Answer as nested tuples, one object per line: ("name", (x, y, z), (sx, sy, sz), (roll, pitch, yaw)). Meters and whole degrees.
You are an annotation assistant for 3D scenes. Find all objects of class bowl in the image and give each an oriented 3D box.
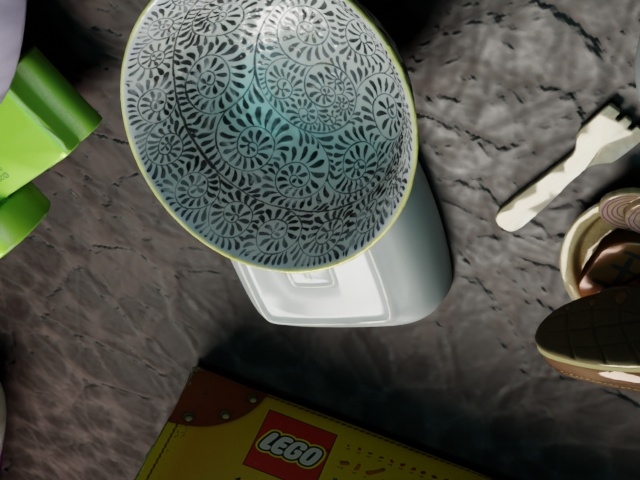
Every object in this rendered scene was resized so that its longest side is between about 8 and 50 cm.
("bowl", (-0.014, -0.075, 0.695), (0.170, 0.080, 0.170), (12, 120, 21))
("bowl", (0.000, 0.000, 0.791), (0.142, 0.053, 0.142), (-1, 128, 26))

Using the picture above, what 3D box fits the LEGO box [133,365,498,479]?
("LEGO box", (0.083, 0.356, 0.978), (0.500, 0.193, 0.372), (20, 136, 8))

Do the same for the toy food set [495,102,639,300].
("toy food set", (0.195, 0.022, 0.725), (0.192, 0.038, 0.132), (36, 136, -8))

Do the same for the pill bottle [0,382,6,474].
("pill bottle", (-0.354, 0.217, 1.080), (0.169, 0.169, 0.301), (24, 136, 4))

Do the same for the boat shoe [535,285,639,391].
("boat shoe", (0.200, 0.065, 0.690), (0.178, 0.064, 0.060), (0, 128, 35))

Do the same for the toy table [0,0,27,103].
("toy table", (-0.268, -0.160, 0.642), (0.252, 0.161, 0.274), (-6, 110, 33))

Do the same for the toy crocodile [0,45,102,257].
("toy crocodile", (-0.265, -0.027, 0.871), (0.115, 0.105, 0.340), (44, 129, -16))

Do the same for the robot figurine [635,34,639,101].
("robot figurine", (0.231, -0.124, 0.455), (0.300, 0.200, 0.353), (37, 142, 27))
